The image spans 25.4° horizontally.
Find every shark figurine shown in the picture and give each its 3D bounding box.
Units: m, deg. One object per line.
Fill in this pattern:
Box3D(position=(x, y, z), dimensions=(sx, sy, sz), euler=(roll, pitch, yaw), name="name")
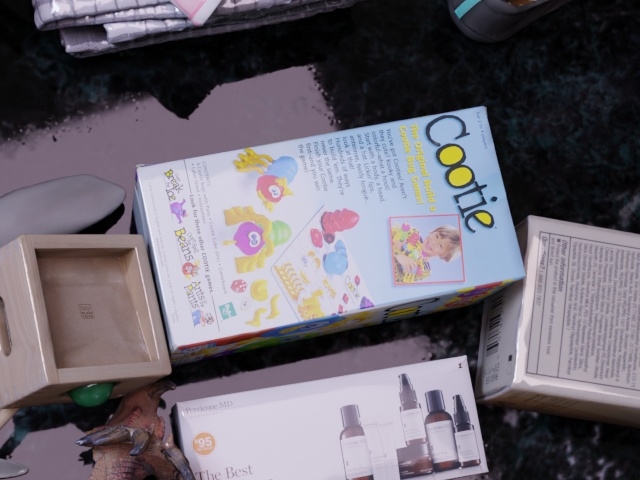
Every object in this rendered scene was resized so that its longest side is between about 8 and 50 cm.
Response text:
Box3D(position=(-0.273, 0.052, 1.094), dimensions=(0.166, 0.116, 0.278), euler=(19, 74, -3), name="shark figurine")

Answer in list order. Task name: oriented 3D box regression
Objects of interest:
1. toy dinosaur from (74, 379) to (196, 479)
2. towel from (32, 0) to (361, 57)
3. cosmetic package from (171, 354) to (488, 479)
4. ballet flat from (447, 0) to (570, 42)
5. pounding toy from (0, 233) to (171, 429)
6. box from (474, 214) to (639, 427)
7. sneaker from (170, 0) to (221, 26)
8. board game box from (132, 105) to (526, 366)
Box3D(position=(-0.122, 0.242, 1.028), dimensions=(0.200, 0.127, 0.295), euler=(-50, 61, 8), name="toy dinosaur")
Box3D(position=(-0.113, -0.288, 1.188), dimensions=(0.283, 0.121, 0.235), euler=(-11, 87, -7), name="towel")
Box3D(position=(0.007, 0.159, 1.140), dimensions=(0.239, 0.060, 0.099), euler=(-9, 79, -11), name="cosmetic package")
Box3D(position=(0.235, -0.266, 1.249), dimensions=(0.280, 0.096, 0.095), euler=(-38, 86, -15), name="ballet flat")
Box3D(position=(-0.196, 0.078, 1.046), dimensions=(0.130, 0.100, 0.141), euler=(0, 71, -44), name="pounding toy")
Box3D(position=(0.296, 0.083, 1.170), dimensions=(0.311, 0.121, 0.148), euler=(11, 76, -7), name="box")
Box3D(position=(-0.081, -0.239, 1.101), dimensions=(0.070, 0.051, 0.134), euler=(37, 88, -8), name="sneaker")
Box3D(position=(0.000, 0.000, 1.130), dimensions=(0.275, 0.142, 0.144), euler=(-10, 81, -11), name="board game box")
